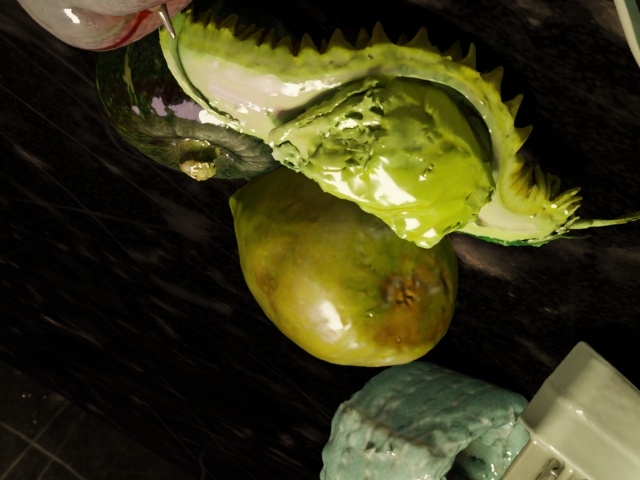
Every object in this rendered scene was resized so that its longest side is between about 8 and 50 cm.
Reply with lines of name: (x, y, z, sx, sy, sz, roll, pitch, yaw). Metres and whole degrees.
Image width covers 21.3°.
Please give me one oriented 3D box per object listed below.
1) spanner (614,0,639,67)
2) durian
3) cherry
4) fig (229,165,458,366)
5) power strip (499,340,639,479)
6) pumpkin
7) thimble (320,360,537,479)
spanner: (0.237, -0.077, 0.982, 0.095, 0.040, 0.325, 17, 157, 35)
durian: (0.059, -0.070, 1.134, 0.375, 0.132, 0.106, 25, 174, -12)
cherry: (-0.134, -0.202, 1.042, 0.176, 0.140, 0.176, 34, 142, 32)
fig: (0.014, -0.004, 1.369, 0.233, 0.167, 0.167, 62, -177, 35)
power strip: (0.283, 0.221, 1.458, 0.261, 0.141, 0.229, 38, -177, -10)
pumpkin: (-0.081, -0.109, 1.230, 0.167, 0.125, 0.167, 24, 150, 15)
thimble: (0.110, 0.224, 1.709, 0.143, 0.198, 0.235, 20, 177, 36)
